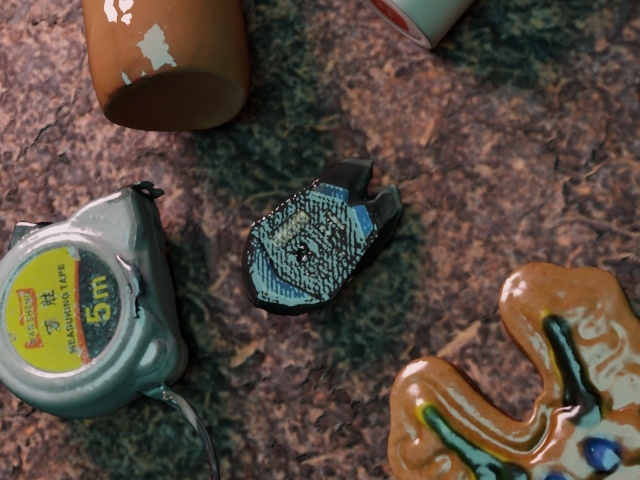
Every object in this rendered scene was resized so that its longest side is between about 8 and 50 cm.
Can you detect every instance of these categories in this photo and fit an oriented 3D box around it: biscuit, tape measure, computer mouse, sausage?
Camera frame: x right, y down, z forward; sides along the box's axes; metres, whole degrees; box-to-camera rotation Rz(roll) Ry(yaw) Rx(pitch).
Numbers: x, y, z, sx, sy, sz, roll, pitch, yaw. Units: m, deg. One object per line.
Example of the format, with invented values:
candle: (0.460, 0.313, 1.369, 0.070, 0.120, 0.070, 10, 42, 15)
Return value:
biscuit: (0.188, 0.176, 0.646, 0.202, 0.047, 0.333, -39, 71, 7)
tape measure: (-0.152, 0.132, 0.741, 0.164, 0.084, 0.330, -16, 73, 16)
computer mouse: (0.000, 0.000, 0.741, 0.079, 0.047, 0.135, 44, 83, 8)
sausage: (-0.128, -0.235, 0.790, 0.121, 0.121, 0.304, -14, 73, 14)

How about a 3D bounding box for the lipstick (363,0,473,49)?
lipstick: (0.151, -0.287, 0.728, 0.087, 0.087, 0.327, 41, 93, 20)
